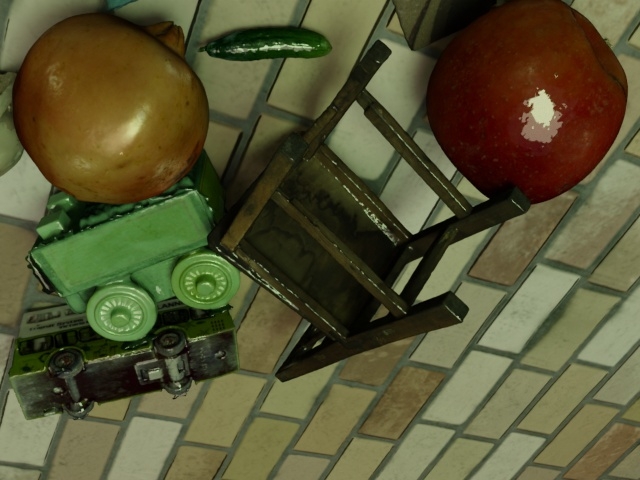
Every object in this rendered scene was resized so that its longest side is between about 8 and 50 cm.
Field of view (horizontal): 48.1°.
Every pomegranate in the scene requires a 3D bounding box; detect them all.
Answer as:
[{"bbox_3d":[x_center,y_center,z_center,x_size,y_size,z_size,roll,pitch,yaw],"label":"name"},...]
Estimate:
[{"bbox_3d":[-0.222,-0.139,0.762,0.209,0.209,0.209,-5,128,-6],"label":"pomegranate"}]

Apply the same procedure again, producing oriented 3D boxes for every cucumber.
[{"bbox_3d":[-0.064,-0.226,0.822,0.155,0.037,0.037,-4,128,-9],"label":"cucumber"}]

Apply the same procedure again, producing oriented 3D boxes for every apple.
[{"bbox_3d":[0.231,-0.155,0.813,0.218,0.218,0.201,34,129,-30],"label":"apple"}]

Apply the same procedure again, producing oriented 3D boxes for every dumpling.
[{"bbox_3d":[-0.401,-0.108,0.796,0.199,0.136,0.118,-34,133,29],"label":"dumpling"}]

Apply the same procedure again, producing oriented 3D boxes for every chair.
[{"bbox_3d":[0.000,0.000,0.860,0.240,0.203,0.416,42,148,-10],"label":"chair"}]

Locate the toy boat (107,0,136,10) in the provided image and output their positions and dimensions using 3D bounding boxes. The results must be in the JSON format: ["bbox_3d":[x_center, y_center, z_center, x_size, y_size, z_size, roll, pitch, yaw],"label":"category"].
[{"bbox_3d":[-0.135,-0.307,0.712,0.238,0.109,0.098,-19,108,2],"label":"toy boat"}]

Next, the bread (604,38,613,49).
[{"bbox_3d":[0.307,-0.194,0.918,0.068,0.028,0.153,16,122,-19],"label":"bread"}]

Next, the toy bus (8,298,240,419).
[{"bbox_3d":[-0.274,0.154,1.022,0.302,0.139,0.113,-10,129,-12],"label":"toy bus"}]

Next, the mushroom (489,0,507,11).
[{"bbox_3d":[0.124,-0.338,0.774,0.286,0.028,0.026,38,156,-31],"label":"mushroom"}]

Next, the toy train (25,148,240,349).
[{"bbox_3d":[-0.215,0.006,0.906,0.272,0.159,0.188,-21,120,7],"label":"toy train"}]

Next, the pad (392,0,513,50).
[{"bbox_3d":[0.216,-0.366,0.782,0.330,0.004,0.220,-24,128,9],"label":"pad"}]
